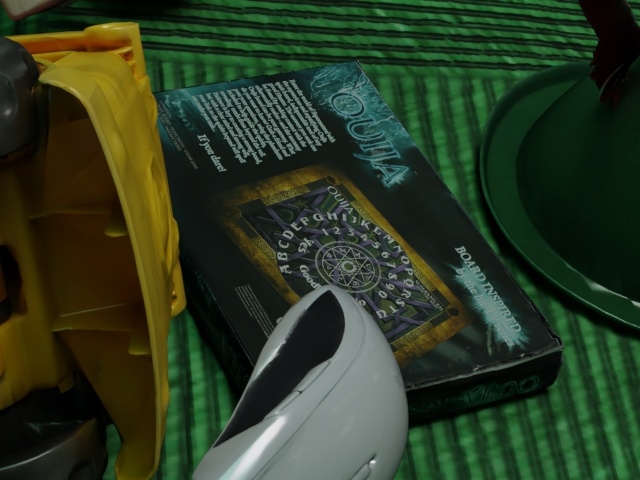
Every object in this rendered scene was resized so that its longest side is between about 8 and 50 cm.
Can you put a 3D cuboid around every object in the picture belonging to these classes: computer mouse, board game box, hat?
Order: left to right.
[{"bbox_3d":[-0.011,0.086,0.616,0.042,0.106,0.193,-1,39,30],"label":"computer mouse"},{"bbox_3d":[0.000,0.000,0.776,0.126,0.026,0.186,-11,48,-25],"label":"board game box"},{"bbox_3d":[0.167,-0.074,0.782,0.173,0.183,0.208,15,42,1],"label":"hat"}]

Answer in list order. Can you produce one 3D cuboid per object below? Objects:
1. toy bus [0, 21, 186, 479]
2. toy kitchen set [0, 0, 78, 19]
[{"bbox_3d":[-0.153,-0.007,0.660,0.220,0.149,0.211,-6,22,7],"label":"toy bus"},{"bbox_3d":[-0.159,-0.141,0.819,0.166,0.122,0.207,-24,6,16],"label":"toy kitchen set"}]
